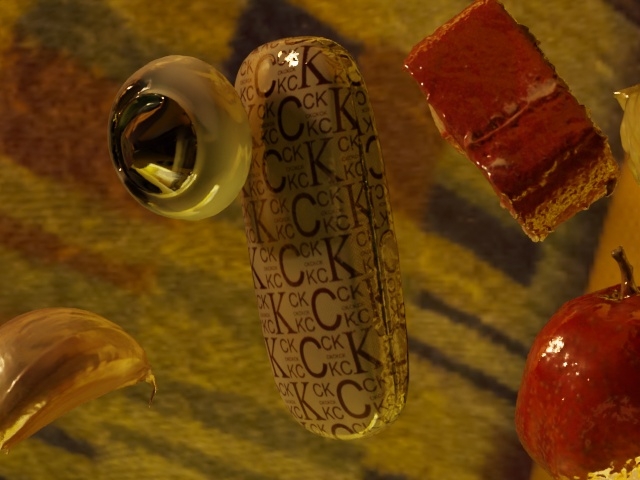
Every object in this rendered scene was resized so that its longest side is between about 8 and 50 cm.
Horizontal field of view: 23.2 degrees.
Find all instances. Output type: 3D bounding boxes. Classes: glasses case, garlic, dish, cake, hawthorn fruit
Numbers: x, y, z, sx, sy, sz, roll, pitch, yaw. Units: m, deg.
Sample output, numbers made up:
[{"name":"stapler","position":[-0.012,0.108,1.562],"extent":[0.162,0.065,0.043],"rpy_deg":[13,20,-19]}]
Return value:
[{"name":"glasses case","position":[0.000,0.000,1.360],"extent":[0.085,0.137,0.355],"rpy_deg":[-16,101,-43]},{"name":"garlic","position":[-0.255,0.123,1.564],"extent":[0.206,0.115,0.128],"rpy_deg":[-16,79,-30]},{"name":"dish","position":[-0.135,-0.080,1.290],"extent":[0.078,0.141,0.141],"rpy_deg":[-19,100,-56]},{"name":"cake","position":[0.217,-0.132,1.777],"extent":[0.151,0.177,0.283],"rpy_deg":[-36,69,-2]},{"name":"hawthorn fruit","position":[0.298,0.132,1.557],"extent":[0.205,0.205,0.253],"rpy_deg":[-3,107,-34]}]

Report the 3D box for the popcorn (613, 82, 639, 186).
[{"name":"popcorn","position":[0.368,-0.124,1.322],"extent":[0.249,0.249,0.225],"rpy_deg":[-36,86,-30]}]
